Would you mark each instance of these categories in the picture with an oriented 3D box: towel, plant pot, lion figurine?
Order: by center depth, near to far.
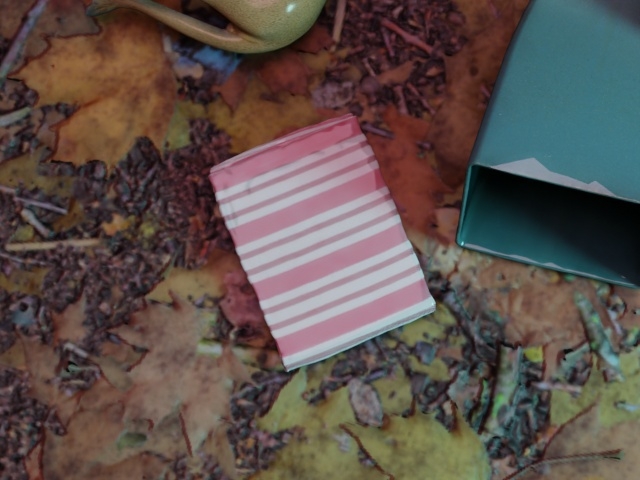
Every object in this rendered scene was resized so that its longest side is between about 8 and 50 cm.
[{"bbox_3d":[0.222,-0.111,1.252,0.166,0.165,0.234,13,68,7],"label":"plant pot"},{"bbox_3d":[0.000,0.000,1.304,0.144,0.029,0.197,-22,78,-2],"label":"towel"},{"bbox_3d":[-0.006,-0.282,1.335,0.240,0.142,0.392,42,96,4],"label":"lion figurine"}]
